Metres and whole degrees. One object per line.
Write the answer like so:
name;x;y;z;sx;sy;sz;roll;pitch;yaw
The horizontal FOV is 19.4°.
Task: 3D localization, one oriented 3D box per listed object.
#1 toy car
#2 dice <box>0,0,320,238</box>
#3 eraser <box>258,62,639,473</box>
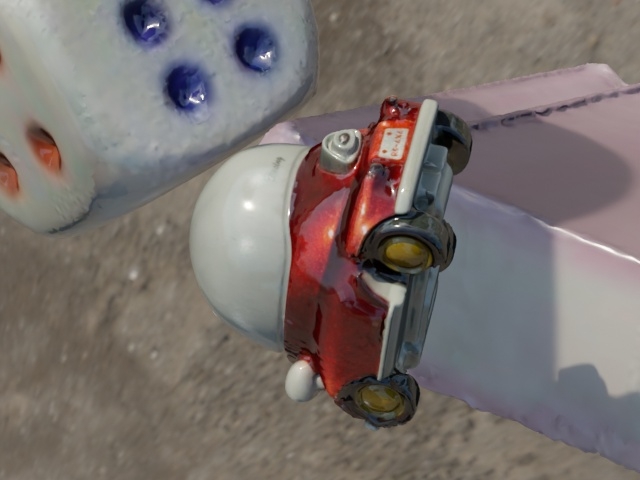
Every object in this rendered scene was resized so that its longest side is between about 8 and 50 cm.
toy car;0.000;0.000;0.792;0.112;0.139;0.112;12;47;6
dice;-0.130;-0.123;1.162;0.194;0.192;0.193;-32;96;-30
eraser;0.168;-0.005;1.096;0.359;0.272;0.122;-17;122;-52
